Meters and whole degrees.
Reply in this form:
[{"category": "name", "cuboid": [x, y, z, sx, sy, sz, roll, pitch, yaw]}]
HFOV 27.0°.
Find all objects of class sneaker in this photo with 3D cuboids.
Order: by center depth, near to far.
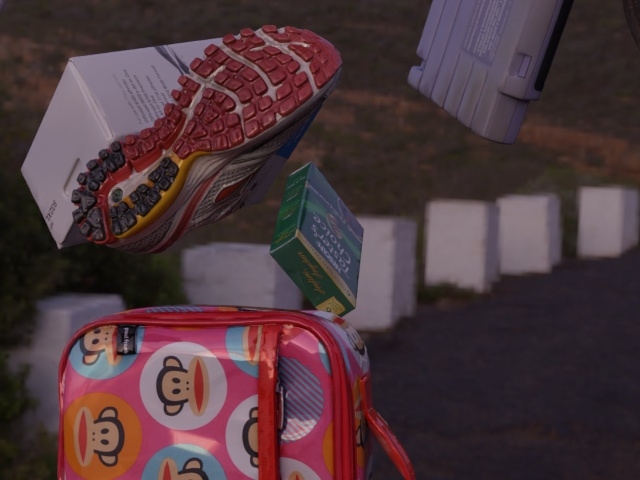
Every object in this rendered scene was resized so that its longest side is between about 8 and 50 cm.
[{"category": "sneaker", "cuboid": [-0.077, -0.073, 0.984, 0.225, 0.088, 0.092, -36, -28, 11]}]

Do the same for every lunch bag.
[{"category": "lunch bag", "cuboid": [-0.057, 0.193, 0.983, 0.258, 0.293, 0.120, -1, 0, 12]}]

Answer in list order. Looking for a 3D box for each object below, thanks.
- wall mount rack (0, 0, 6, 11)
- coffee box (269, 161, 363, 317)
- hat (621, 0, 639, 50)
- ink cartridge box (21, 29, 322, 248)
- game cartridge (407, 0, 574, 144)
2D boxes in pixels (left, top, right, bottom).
[{"category": "wall mount rack", "cuboid": [-0.209, -0.283, 1.043, 0.304, 0.130, 0.350, -31, 40, -25]}, {"category": "coffee box", "cuboid": [0.000, 0.000, 1.488, 0.040, 0.113, 0.184, -31, 21, 20]}, {"category": "hat", "cuboid": [0.236, -0.231, 0.753, 0.134, 0.331, 0.331, 6, 2, -30]}, {"category": "ink cartridge box", "cuboid": [-0.184, -0.128, 1.645, 0.307, 0.129, 0.223, -15, -26, -37]}, {"category": "game cartridge", "cuboid": [0.217, -0.308, 1.523, 0.068, 0.355, 0.230, 7, 20, -29]}]
